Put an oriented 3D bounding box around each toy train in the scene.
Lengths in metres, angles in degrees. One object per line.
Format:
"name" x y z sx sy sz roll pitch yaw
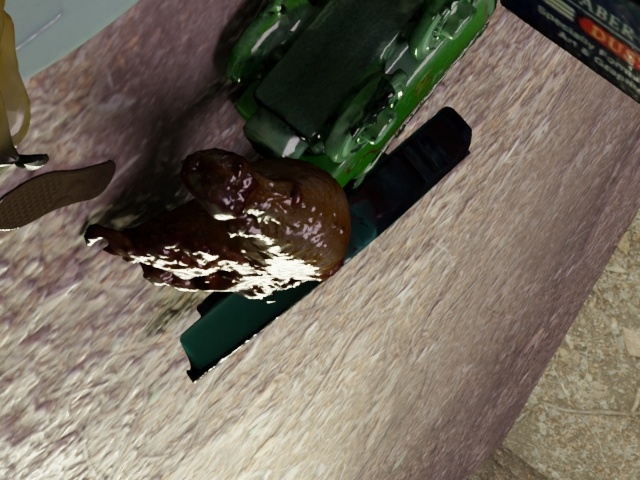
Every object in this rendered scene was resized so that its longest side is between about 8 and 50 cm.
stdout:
"toy train" 0.034 -0.152 1.228 0.243 0.132 0.188 -50 170 -4

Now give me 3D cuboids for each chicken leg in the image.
"chicken leg" -0.069 -0.012 1.157 0.177 0.083 0.322 3 168 -27

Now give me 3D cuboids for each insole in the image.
"insole" -0.182 -0.031 1.093 0.135 0.002 0.045 -23 146 -60

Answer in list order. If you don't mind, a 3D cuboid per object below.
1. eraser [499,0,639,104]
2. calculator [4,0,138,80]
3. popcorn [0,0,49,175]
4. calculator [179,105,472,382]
"eraser" 0.218 -0.212 1.231 0.101 0.332 0.155 -48 163 -13
"calculator" -0.121 -0.186 0.877 0.295 0.042 0.184 -45 161 -24
"popcorn" -0.228 -0.054 0.575 0.286 0.215 0.252 -42 154 -44
"calculator" 0.000 0.000 1.417 0.248 0.058 0.274 -40 -179 43
